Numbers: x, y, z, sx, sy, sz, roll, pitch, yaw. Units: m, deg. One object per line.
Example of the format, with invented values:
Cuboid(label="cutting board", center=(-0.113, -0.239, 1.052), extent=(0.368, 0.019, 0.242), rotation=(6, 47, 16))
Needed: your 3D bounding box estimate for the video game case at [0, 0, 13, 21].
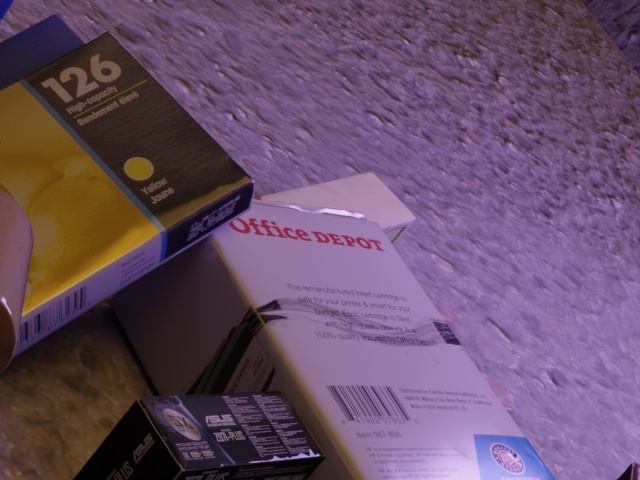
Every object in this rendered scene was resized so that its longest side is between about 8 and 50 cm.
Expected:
Cuboid(label="video game case", center=(-0.422, -0.257, 1.573), extent=(0.244, 0.269, 0.061), rotation=(19, 33, -35))

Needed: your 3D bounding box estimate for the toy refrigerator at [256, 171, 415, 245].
Cuboid(label="toy refrigerator", center=(0.000, 0.000, 1.907), extent=(0.094, 0.102, 0.269), rotation=(46, 26, 15))

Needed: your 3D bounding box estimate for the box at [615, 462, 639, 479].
Cuboid(label="box", center=(0.299, 0.365, 1.592), extent=(0.167, 0.203, 0.168), rotation=(38, 26, -3))

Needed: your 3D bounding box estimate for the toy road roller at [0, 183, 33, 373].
Cuboid(label="toy road roller", center=(-0.401, 0.011, 1.222), extent=(0.329, 0.240, 0.202), rotation=(37, 26, -25))

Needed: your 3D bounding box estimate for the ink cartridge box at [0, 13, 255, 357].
Cuboid(label="ink cartridge box", center=(-0.271, -0.071, 1.510), extent=(0.303, 0.072, 0.307), rotation=(-34, 68, -28))

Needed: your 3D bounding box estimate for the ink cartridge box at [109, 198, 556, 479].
Cuboid(label="ink cartridge box", center=(0.013, 0.155, 1.595), extent=(0.285, 0.166, 0.395), rotation=(8, 40, -46))

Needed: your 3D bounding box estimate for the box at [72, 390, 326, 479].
Cuboid(label="box", center=(-0.111, 0.204, 1.377), extent=(0.180, 0.147, 0.077), rotation=(3, 44, -50))
